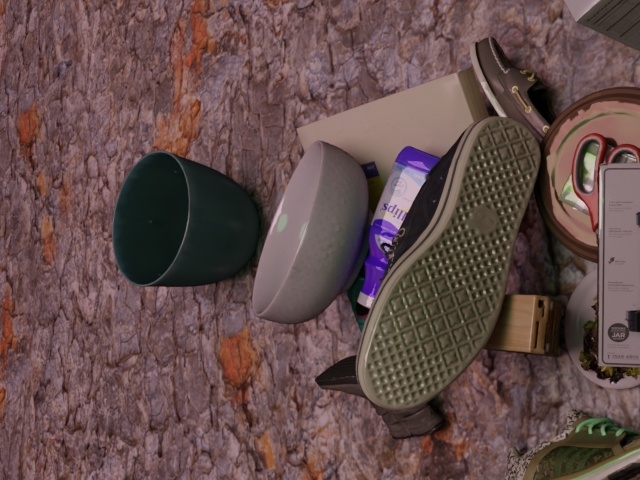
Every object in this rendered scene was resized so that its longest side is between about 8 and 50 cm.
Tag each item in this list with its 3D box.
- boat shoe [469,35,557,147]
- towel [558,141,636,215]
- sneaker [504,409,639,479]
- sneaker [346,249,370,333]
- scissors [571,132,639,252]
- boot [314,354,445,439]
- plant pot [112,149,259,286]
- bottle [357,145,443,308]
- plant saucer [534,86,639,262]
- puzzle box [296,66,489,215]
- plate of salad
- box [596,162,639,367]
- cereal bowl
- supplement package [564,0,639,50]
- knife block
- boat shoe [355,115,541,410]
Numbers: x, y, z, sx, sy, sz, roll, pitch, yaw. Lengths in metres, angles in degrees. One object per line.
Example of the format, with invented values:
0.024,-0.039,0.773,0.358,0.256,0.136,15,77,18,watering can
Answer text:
0.345,-0.227,1.848,0.091,0.109,0.305,-35,63,25,boat shoe
0.444,-0.079,1.655,0.152,0.023,0.113,29,102,28,towel
0.413,0.317,1.646,0.410,0.158,0.182,-32,42,35,sneaker
0.151,0.062,1.993,0.295,0.124,0.178,-50,62,31,sneaker
0.417,-0.011,1.652,0.109,0.021,0.297,9,95,31,scissors
0.102,0.293,1.993,0.246,0.083,0.161,-12,109,50,boot
-0.278,-0.031,2.405,0.293,0.235,0.293,-13,73,45,plant pot
0.143,-0.014,1.877,0.118,0.092,0.282,24,97,22,bottle
0.454,-0.099,1.686,0.278,0.041,0.277,0,89,31,plant saucer
0.149,-0.132,2.000,0.409,0.052,0.272,-12,101,46,puzzle box
0.453,0.129,1.696,0.200,0.048,0.199,-12,73,46,plate of salad
0.480,0.033,1.568,0.169,0.087,0.290,-1,92,14,box
0.000,0.000,1.977,0.339,0.141,0.339,-159,90,-78,cereal bowl
0.461,-0.382,1.695,0.105,0.179,0.105,-42,53,35,supplement package
0.262,0.132,1.773,0.242,0.276,0.088,4,85,19,knife block
0.191,0.037,1.704,0.500,0.187,0.156,-65,13,-19,boat shoe
